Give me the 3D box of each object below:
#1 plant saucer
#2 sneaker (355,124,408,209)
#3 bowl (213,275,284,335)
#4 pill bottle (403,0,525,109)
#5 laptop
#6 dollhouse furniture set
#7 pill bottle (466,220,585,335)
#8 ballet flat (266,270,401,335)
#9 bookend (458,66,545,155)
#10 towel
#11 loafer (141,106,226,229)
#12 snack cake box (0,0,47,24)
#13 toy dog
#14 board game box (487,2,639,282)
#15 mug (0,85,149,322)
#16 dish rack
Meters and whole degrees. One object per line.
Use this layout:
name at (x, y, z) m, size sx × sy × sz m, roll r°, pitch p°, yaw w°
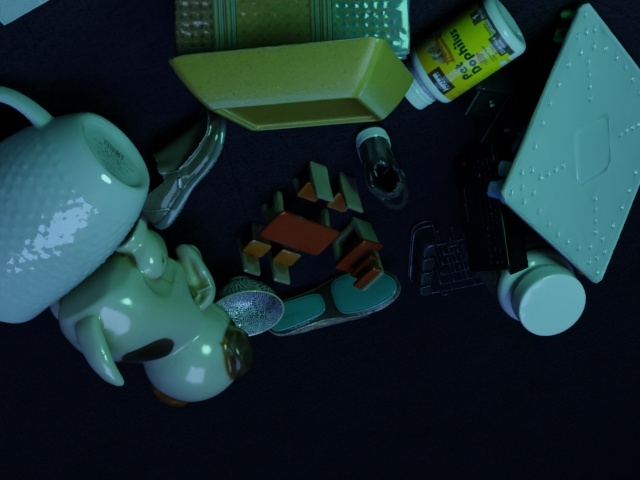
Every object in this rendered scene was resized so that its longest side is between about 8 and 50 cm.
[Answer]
plant saucer at (-0.034, -0.238, 1.751) m, size 0.333 × 0.080 × 0.333 m, roll -3°, pitch 177°, yaw 13°
sneaker at (0.126, -0.114, 2.125) m, size 0.078 × 0.106 × 0.234 m, roll -18°, pitch 142°, yaw 7°
bowl at (-0.169, 0.130, 2.363) m, size 0.170 × 0.080 × 0.170 m, roll -9°, pitch 141°, yaw -7°
pill bottle at (0.238, -0.319, 1.893) m, size 0.215 × 0.117 × 0.117 m, roll -33°, pitch 138°, yaw 23°
laptop at (0.303, -0.052, 2.051) m, size 0.137 × 0.234 × 0.264 m, roll -8°, pitch 180°, yaw -31°
dollhouse furniture set at (0.000, 0.000, 2.205) m, size 0.259 × 0.135 × 0.262 m, roll 19°, pitch 132°, yaw -35°
pill bottle at (0.412, 0.066, 2.196) m, size 0.161 × 0.283 × 0.161 m, roll -5°, pitch 117°, yaw -11°
ballet flat at (0.030, 0.140, 2.440) m, size 0.316 × 0.107 × 0.106 m, roll -14°, pitch 163°, yaw 9°
bookend at (0.320, -0.246, 2.047) m, size 0.157 × 0.072 × 0.156 m, roll 5°, pitch 139°, yaw -22°
towel at (-0.041, -0.410, 1.670) m, size 0.370 × 0.040 × 0.271 m, roll -3°, pitch 109°, yaw -11°
loafer at (-0.254, -0.137, 1.951) m, size 0.087 × 0.094 × 0.251 m, roll 27°, pitch 101°, yaw -26°
snack cake box at (-0.474, -0.445, 1.542) m, size 0.152 × 0.089 × 0.264 m, roll -24°, pitch 141°, yaw 16°
toy dog at (-0.306, 0.151, 2.114) m, size 0.285 × 0.395 × 0.408 m, roll -36°, pitch 130°, yaw 11°
board game box at (0.481, -0.169, 2.007) m, size 0.050 × 0.389 × 0.390 m, roll 14°, pitch 165°, yaw 44°
mug at (-0.499, -0.093, 1.865) m, size 0.328 × 0.276 × 0.374 m, roll -36°, pitch 107°, yaw 18°
dish rack at (0.334, 0.028, 2.400) m, size 0.272 × 0.074 × 0.208 m, roll -10°, pitch 143°, yaw -7°
